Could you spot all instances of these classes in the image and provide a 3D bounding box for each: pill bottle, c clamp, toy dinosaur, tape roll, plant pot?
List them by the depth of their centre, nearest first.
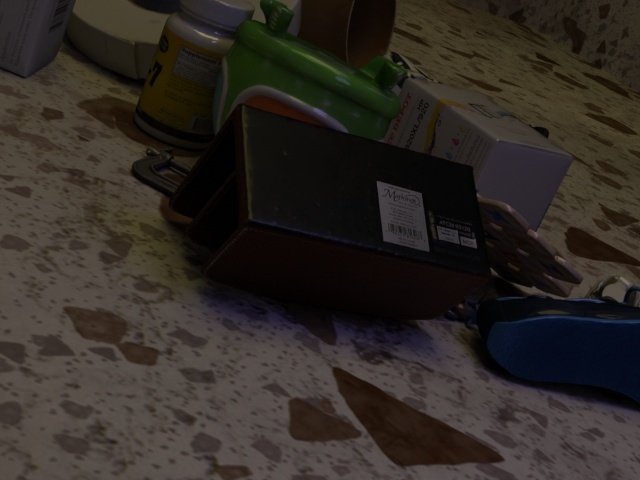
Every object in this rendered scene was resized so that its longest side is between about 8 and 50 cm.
[{"bbox_3d":[0.179,0.080,1.389,0.090,0.047,0.082,28,0,44],"label":"toy dinosaur"},{"bbox_3d":[-0.166,-0.081,1.445,0.160,0.022,0.137,30,21,19],"label":"c clamp"},{"bbox_3d":[-0.171,-0.242,1.572,0.119,0.209,0.119,20,20,-8],"label":"pill bottle"},{"bbox_3d":[-0.222,-0.388,1.853,0.391,0.072,0.392,2,41,-2],"label":"tape roll"},{"bbox_3d":[-0.007,-0.458,2.318,0.254,0.237,0.237,15,16,23],"label":"plant pot"}]

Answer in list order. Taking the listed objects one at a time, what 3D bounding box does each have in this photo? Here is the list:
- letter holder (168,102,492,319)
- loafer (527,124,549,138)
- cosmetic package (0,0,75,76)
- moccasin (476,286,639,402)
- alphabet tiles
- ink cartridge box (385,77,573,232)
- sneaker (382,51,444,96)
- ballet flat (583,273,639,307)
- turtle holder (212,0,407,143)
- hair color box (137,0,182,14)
[{"bbox_3d":[0.000,0.000,1.280,0.301,0.214,0.152,13,54,-27],"label":"letter holder"},{"bbox_3d":[0.391,-0.182,2.204,0.078,0.080,0.220,24,20,0],"label":"loafer"},{"bbox_3d":[-0.537,-0.406,1.593,0.385,0.217,0.156,24,21,-3],"label":"cosmetic package"},{"bbox_3d":[0.347,0.109,1.356,0.342,0.138,0.117,16,17,-21],"label":"moccasin"},{"bbox_3d":[0.203,-0.020,1.469,0.284,0.021,0.278,39,-12,-29],"label":"alphabet tiles"},{"bbox_3d":[0.221,-0.116,1.728,0.168,0.171,0.232,7,25,-37],"label":"ink cartridge box"},{"bbox_3d":[0.148,-0.313,2.258,0.153,0.094,0.235,32,22,26],"label":"sneaker"},{"bbox_3d":[0.391,0.088,1.533,0.086,0.086,0.248,30,21,18],"label":"ballet flat"},{"bbox_3d":[-0.040,-0.179,1.510,0.243,0.227,0.320,21,12,-29],"label":"turtle holder"},{"bbox_3d":[-0.266,-0.437,2.096,0.374,0.114,0.185,37,25,32],"label":"hair color box"}]
